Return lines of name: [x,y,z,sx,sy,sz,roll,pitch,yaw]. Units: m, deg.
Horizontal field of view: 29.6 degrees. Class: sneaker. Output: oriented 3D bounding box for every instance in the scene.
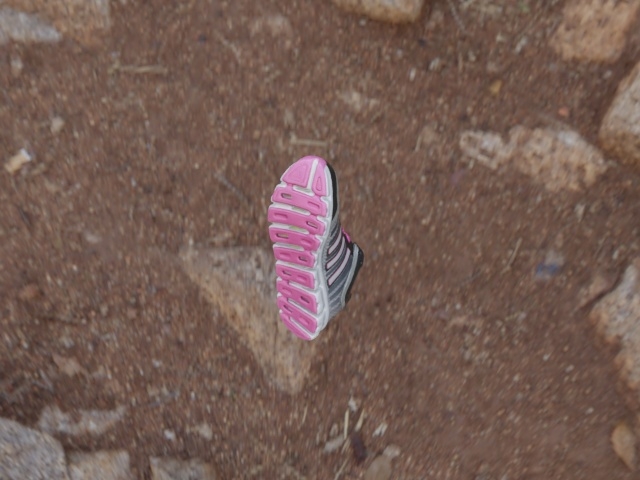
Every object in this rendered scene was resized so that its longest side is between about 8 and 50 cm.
sneaker: [0.000,0.000,1.073,0.063,0.170,0.074,17,30,33]
